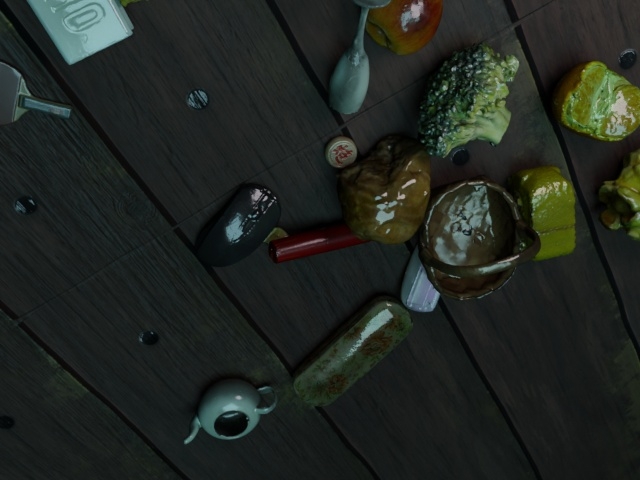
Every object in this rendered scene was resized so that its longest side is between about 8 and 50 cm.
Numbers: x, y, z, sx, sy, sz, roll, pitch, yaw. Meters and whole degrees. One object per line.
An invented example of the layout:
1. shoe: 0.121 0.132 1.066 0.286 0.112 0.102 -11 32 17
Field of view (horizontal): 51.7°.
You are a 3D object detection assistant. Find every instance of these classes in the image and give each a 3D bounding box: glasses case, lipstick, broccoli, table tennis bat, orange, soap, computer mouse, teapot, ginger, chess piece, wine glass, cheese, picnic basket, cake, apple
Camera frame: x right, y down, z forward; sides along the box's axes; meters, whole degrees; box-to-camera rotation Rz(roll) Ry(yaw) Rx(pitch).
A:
1. glasses case: 0.092 0.332 1.965 0.156 0.098 0.425 40 104 -22
2. lipstick: 0.000 0.001 1.757 0.280 0.073 0.073 -14 121 -18
3. broccoli: 0.371 -0.320 1.583 0.246 0.248 0.288 26 109 -16
4. table tennis bat: -0.702 -0.324 1.483 0.274 0.021 0.154 14 114 -17
5. orange: 0.694 -0.355 1.685 0.237 0.158 0.179 15 101 -20
6. soap: -0.527 -0.524 1.371 0.160 0.087 0.265 -25 120 2
7. computer mouse: -0.216 -0.024 1.713 0.138 0.086 0.269 39 103 -27
8. teapot: -0.267 0.509 1.966 0.295 0.129 0.193 -19 121 -2
9. ginger: 0.177 -0.110 1.669 0.269 0.200 0.223 -33 125 -14
10. computer mouse: 0.313 0.089 1.898 0.126 0.056 0.245 13 103 -16
11. chess piece: 0.052 -0.226 1.687 0.084 0.038 0.083 -5 117 -10
12. wine glass: 0.044 -0.489 1.525 0.096 0.264 0.309 -17 150 -20
13. cheese: -0.115 -0.002 1.773 0.084 0.041 0.060 37 101 -30
14. picnic basket: 0.404 0.012 1.696 0.293 0.337 0.337 -17 120 -6
15. cake: 0.598 -0.081 1.804 0.156 0.179 0.260 -13 117 -6
16. apple: 0.192 -0.526 1.501 0.173 0.160 0.195 -49 125 -9

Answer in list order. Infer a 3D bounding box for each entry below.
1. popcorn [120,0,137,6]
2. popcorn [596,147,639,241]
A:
1. popcorn: -0.400 -0.550 1.390 0.109 0.089 0.096 13 79 -28
2. popcorn: 0.908 -0.120 1.828 0.258 0.224 0.270 29 118 -7
